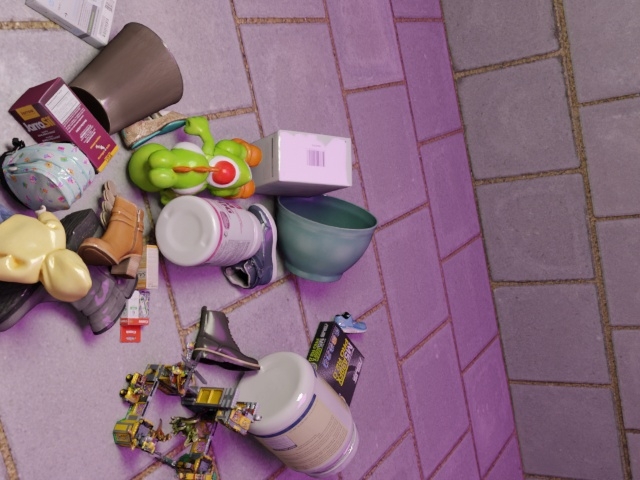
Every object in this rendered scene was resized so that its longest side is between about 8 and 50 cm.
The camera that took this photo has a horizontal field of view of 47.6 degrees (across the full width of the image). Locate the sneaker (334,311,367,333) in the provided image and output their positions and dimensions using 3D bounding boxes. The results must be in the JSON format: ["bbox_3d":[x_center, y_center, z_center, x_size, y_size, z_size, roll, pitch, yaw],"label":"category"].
[{"bbox_3d":[0.099,0.266,2.347,0.162,0.063,0.073,12,73,-55],"label":"sneaker"}]

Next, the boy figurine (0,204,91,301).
[{"bbox_3d":[-0.525,0.009,1.285,0.285,0.092,0.177,28,48,-1],"label":"boy figurine"}]

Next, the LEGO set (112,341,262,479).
[{"bbox_3d":[-0.281,0.413,1.645,0.331,0.192,0.255,55,44,-36],"label":"LEGO set"}]

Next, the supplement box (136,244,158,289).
[{"bbox_3d":[-0.400,0.062,1.635,0.036,0.062,0.098,9,78,-56],"label":"supplement box"}]

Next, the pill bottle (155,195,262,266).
[{"bbox_3d":[-0.255,-0.018,1.737,0.283,0.160,0.160,5,81,-71],"label":"pill bottle"}]

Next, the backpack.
[{"bbox_3d":[-0.515,-0.119,1.382,0.152,0.182,0.115,51,46,-40],"label":"backpack"}]

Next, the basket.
[{"bbox_3d":[-0.434,-0.332,1.570,0.227,0.154,0.204,-52,128,-41],"label":"basket"}]

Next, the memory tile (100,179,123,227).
[{"bbox_3d":[-0.441,-0.053,1.572,0.148,0.012,0.113,-100,169,-48],"label":"memory tile"}]

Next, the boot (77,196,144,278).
[{"bbox_3d":[-0.415,-0.018,1.455,0.197,0.073,0.152,62,31,-71],"label":"boot"}]

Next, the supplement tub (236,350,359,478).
[{"bbox_3d":[-0.056,0.471,1.933,0.325,0.235,0.235,54,45,-38],"label":"supplement tub"}]

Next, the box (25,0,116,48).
[{"bbox_3d":[-0.527,-0.521,1.552,0.186,0.038,0.145,27,63,-52],"label":"box"}]

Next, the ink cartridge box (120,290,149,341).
[{"bbox_3d":[-0.416,0.170,1.626,0.063,0.029,0.115,11,76,-55],"label":"ink cartridge box"}]

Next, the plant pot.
[{"bbox_3d":[0.000,0.000,2.080,0.293,0.293,0.196,-17,127,-56],"label":"plant pot"}]

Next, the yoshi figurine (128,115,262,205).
[{"bbox_3d":[-0.310,-0.176,1.721,0.203,0.203,0.362,61,26,12],"label":"yoshi figurine"}]

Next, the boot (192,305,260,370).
[{"bbox_3d":[-0.227,0.253,1.841,0.198,0.077,0.137,27,58,-43],"label":"boot"}]

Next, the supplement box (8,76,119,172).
[{"bbox_3d":[-0.515,-0.224,1.467,0.188,0.104,0.080,55,44,-35],"label":"supplement box"}]

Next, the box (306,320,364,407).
[{"bbox_3d":[0.031,0.416,2.226,0.216,0.060,0.270,54,45,-37],"label":"box"}]

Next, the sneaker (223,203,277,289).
[{"bbox_3d":[-0.189,0.019,1.932,0.163,0.086,0.226,-16,100,-58],"label":"sneaker"}]

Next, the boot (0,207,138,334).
[{"bbox_3d":[-0.492,0.111,1.441,0.338,0.118,0.222,-58,132,-44],"label":"boot"}]

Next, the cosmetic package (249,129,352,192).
[{"bbox_3d":[-0.068,-0.200,1.961,0.224,0.225,0.138,2,85,-31],"label":"cosmetic package"}]

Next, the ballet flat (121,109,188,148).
[{"bbox_3d":[-0.389,-0.277,1.700,0.067,0.073,0.206,57,34,-5],"label":"ballet flat"}]
